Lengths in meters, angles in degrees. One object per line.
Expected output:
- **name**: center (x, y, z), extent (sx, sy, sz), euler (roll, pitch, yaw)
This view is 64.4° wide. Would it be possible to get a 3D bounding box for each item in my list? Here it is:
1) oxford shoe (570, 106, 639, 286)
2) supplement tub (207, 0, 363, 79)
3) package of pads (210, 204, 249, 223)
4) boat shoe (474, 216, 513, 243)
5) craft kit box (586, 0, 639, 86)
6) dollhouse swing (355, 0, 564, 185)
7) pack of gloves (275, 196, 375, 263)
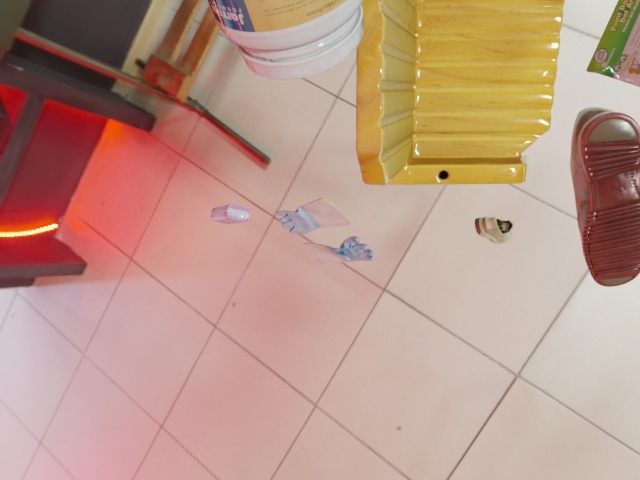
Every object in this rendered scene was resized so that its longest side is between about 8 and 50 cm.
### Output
- **oxford shoe**: center (0.530, -0.080, 0.935), extent (0.122, 0.130, 0.349), euler (-9, 116, 13)
- **supplement tub**: center (-0.039, -0.253, 0.420), extent (0.144, 0.200, 0.144), euler (-8, 52, 10)
- **package of pads**: center (-0.188, -0.054, 1.053), extent (0.083, 0.050, 0.032), euler (-3, 76, 53)
- **boat shoe**: center (0.489, -0.030, 1.377), extent (0.072, 0.190, 0.068), euler (-17, 76, 37)
- **craft kit box**: center (0.555, -0.334, 0.736), extent (0.247, 0.060, 0.250), euler (47, 132, 44)
- **dollhouse swing**: center (0.196, -0.236, 0.645), extent (0.314, 0.305, 0.347), euler (0, 106, 2)
- **pack of gloves**: center (0.000, 0.000, 1.132), extent (0.232, 0.195, 0.046), euler (-9, 44, 56)
